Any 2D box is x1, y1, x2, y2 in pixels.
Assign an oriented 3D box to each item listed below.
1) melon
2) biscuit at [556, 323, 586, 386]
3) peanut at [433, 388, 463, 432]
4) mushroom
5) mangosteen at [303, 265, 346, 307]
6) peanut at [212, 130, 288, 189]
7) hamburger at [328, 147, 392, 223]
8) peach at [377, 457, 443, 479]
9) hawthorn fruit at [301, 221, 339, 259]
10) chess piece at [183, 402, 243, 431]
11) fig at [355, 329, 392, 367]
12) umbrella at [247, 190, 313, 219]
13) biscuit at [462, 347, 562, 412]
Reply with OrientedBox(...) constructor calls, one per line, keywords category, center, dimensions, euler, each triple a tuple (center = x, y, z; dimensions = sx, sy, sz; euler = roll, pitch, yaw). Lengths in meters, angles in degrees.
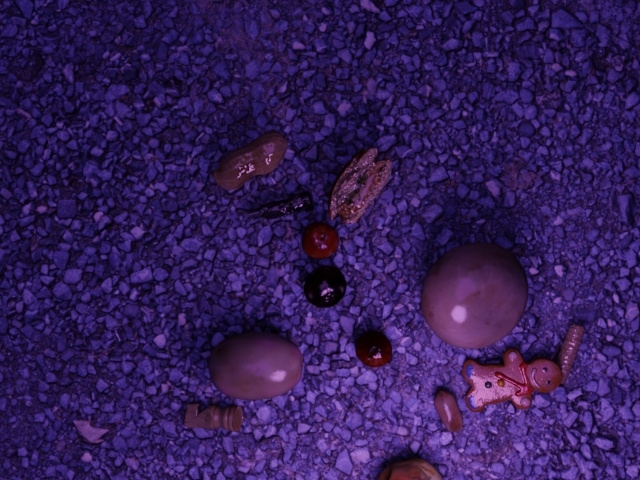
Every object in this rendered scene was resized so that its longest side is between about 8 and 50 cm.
OrientedBox(category="melon", center=(-0.217, 0.412, 1.800), dimensions=(0.317, 0.223, 0.223), euler=(-4, 86, 7))
OrientedBox(category="biscuit", center=(0.837, 0.387, 1.845), dimensions=(0.061, 0.055, 0.219), euler=(22, 88, -33))
OrientedBox(category="peanut", center=(0.432, 0.575, 1.841), dimensions=(0.076, 0.076, 0.152), euler=(-23, 84, 1))
OrientedBox(category="mushroom", center=(0.490, 0.170, 1.789), dimensions=(0.362, 0.294, 0.362), euler=(-6, 109, -17))
OrientedBox(category="mangosteen", center=(0.012, 0.152, 1.856), dimensions=(0.153, 0.152, 0.152), euler=(0, 86, 2))
OrientedBox(category="peanut", center=(-0.242, -0.277, 1.897), dimensions=(0.290, 0.130, 0.130), euler=(-26, 86, 3))
OrientedBox(category="hamburger", center=(0.114, -0.185, 1.860), dimensions=(0.144, 0.156, 0.283), euler=(35, 94, -16))
OrientedBox(category="peach", center=(0.287, 0.821, 1.774), dimensions=(0.235, 0.214, 0.214), euler=(-30, 85, 36))
OrientedBox(category="hawthorn fruit", center=(0.000, 0.000, 1.860), dimensions=(0.133, 0.138, 0.132), euler=(0, 82, 3))
OrientedBox(category="chess piece", center=(-0.374, 0.605, 1.870), dimensions=(0.200, 0.090, 0.090), euler=(-1, 86, 13))
OrientedBox(category="fig", center=(0.172, 0.362, 1.838), dimensions=(0.128, 0.150, 0.128), euler=(-15, 59, 28))
OrientedBox(category="umbrella", center=(-0.143, -0.117, 1.914), dimensions=(0.236, 0.059, 0.066), euler=(-13, 64, 3))
OrientedBox(category="biscuit", center=(0.641, 0.465, 1.827), dimensions=(0.324, 0.049, 0.205), euler=(-8, 85, 10))
